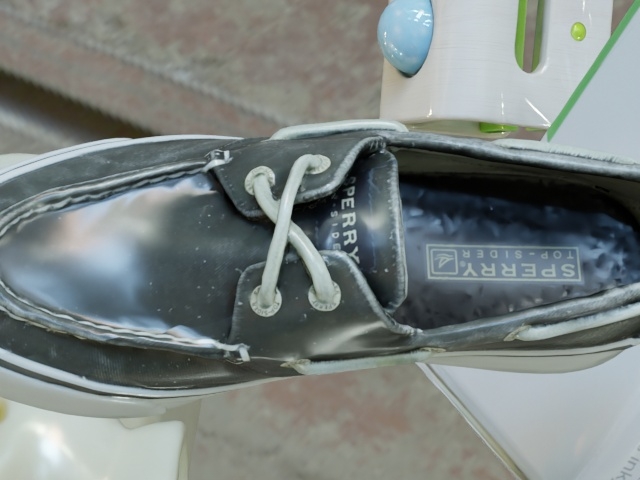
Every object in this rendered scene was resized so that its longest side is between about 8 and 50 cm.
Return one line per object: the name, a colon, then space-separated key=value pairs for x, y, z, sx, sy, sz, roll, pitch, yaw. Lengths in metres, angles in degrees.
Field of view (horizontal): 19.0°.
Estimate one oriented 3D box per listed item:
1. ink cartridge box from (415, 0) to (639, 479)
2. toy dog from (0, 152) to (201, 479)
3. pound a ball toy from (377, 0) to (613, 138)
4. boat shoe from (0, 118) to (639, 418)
ink cartridge box: x=0.214 y=0.029 z=0.739 sx=0.211 sy=0.289 sz=0.121 roll=-58 pitch=36 yaw=12
toy dog: x=-0.257 y=0.126 z=0.850 sx=0.408 sy=0.395 sz=0.284 roll=-2 pitch=160 yaw=-1
pound a ball toy: x=0.122 y=-0.230 z=1.199 sx=0.208 sy=0.135 sz=0.319 roll=-177 pitch=91 yaw=-67
boat shoe: x=0.000 y=0.000 z=0.516 sx=0.070 sy=0.219 sz=0.078 roll=131 pitch=134 yaw=-68
